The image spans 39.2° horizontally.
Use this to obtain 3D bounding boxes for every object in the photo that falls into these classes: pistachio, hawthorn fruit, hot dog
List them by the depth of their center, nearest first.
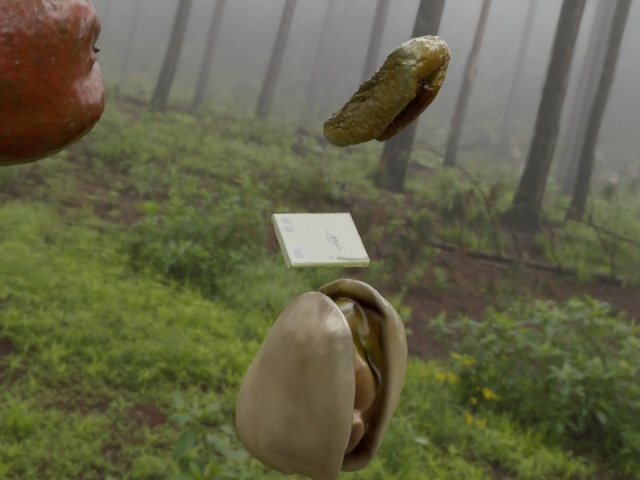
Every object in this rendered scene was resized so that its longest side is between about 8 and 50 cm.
[{"bbox_3d":[-0.253,-0.140,0.666,0.189,0.189,0.189,14,2,0],"label":"hawthorn fruit"},{"bbox_3d":[0.002,0.169,1.088,0.193,0.318,0.214,-13,55,-33],"label":"pistachio"},{"bbox_3d":[0.090,-0.186,1.217,0.084,0.073,0.242,-14,-15,-36],"label":"hot dog"}]

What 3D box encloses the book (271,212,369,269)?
[{"bbox_3d":[0.000,0.000,1.089,0.111,0.077,0.014,-1,-35,-30],"label":"book"}]
